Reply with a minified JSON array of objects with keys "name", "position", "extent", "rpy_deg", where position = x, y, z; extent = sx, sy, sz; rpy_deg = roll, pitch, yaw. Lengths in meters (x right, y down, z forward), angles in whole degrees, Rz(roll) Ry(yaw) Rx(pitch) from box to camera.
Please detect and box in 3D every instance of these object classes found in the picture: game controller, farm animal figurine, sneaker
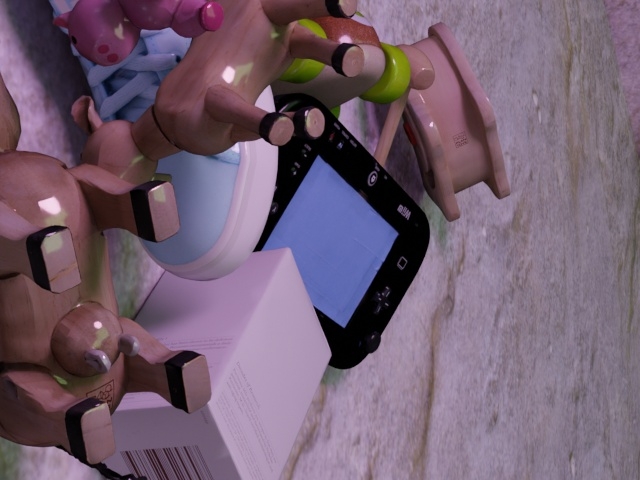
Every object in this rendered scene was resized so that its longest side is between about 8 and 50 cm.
[{"name":"game controller","position":[0.000,0.000,1.122],"extent":[0.166,0.067,0.319],"rpy_deg":[-52,147,-2]},{"name":"farm animal figurine","position":[-0.145,-0.030,0.726],"extent":[0.330,0.172,0.327],"rpy_deg":[-4,101,-47]},{"name":"sneaker","position":[-0.135,-0.151,0.880],"extent":[0.150,0.135,0.366],"rpy_deg":[1,74,-55]}]

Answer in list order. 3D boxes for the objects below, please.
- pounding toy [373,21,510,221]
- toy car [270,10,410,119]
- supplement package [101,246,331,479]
[{"name":"pounding toy","position":[0.100,-0.132,1.461],"extent":[0.269,0.154,0.154],"rpy_deg":[68,-4,-48]},{"name":"toy car","position":[-0.033,-0.196,1.106],"extent":[0.155,0.149,0.188],"rpy_deg":[4,67,-56]},{"name":"supplement package","position":[-0.075,0.100,0.931],"extent":[0.179,0.105,0.105],"rpy_deg":[-63,138,-52]}]
